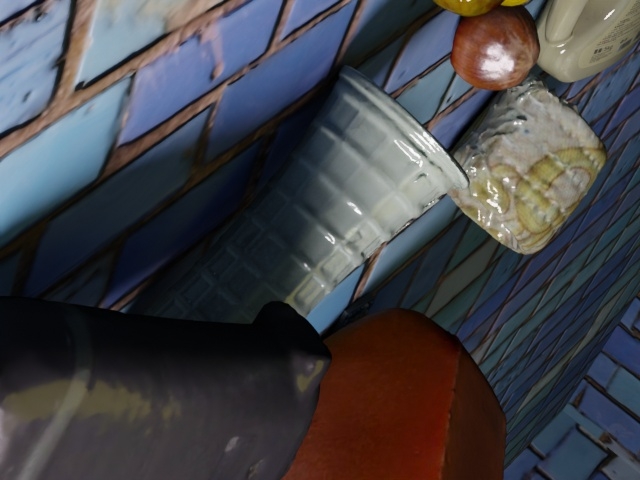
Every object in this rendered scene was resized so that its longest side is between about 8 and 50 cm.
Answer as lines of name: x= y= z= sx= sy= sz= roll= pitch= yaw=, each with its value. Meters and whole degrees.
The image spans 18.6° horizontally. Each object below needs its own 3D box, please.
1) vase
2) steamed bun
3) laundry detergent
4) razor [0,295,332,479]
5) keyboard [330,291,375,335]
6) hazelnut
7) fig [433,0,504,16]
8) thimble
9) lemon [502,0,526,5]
vase: x=-0.029 y=0.015 z=1.571 sx=0.299 sy=0.143 sz=0.143 roll=-47 pitch=166 yaw=-2
steamed bun: x=0.051 y=0.274 z=2.103 sx=0.235 sy=0.248 sz=0.379 roll=55 pitch=37 yaw=-50
laundry detergent: x=0.295 y=-0.277 z=1.911 sx=0.181 sy=0.091 sz=0.253 roll=-34 pitch=159 yaw=-33
razor: x=-0.144 y=0.134 z=1.367 sx=0.349 sy=0.113 sz=0.204 roll=5 pitch=122 yaw=-48
keyboard: x=0.011 y=0.132 z=2.220 sx=0.055 sy=0.014 sz=0.176 roll=-29 pitch=154 yaw=-48
hazelnut: x=0.161 y=-0.179 z=1.768 sx=0.086 sy=0.086 sz=0.086 roll=-46 pitch=165 yaw=-16
fig: x=0.117 y=-0.228 z=1.554 sx=0.084 sy=0.082 sz=0.098 roll=-31 pitch=128 yaw=-5
thimble: x=0.211 y=-0.083 z=2.049 sx=0.143 sy=0.137 sz=0.190 roll=-50 pitch=155 yaw=-5
lemon: x=0.163 y=-0.234 z=1.672 sx=0.062 sy=0.062 sz=0.083 roll=-47 pitch=165 yaw=-15
